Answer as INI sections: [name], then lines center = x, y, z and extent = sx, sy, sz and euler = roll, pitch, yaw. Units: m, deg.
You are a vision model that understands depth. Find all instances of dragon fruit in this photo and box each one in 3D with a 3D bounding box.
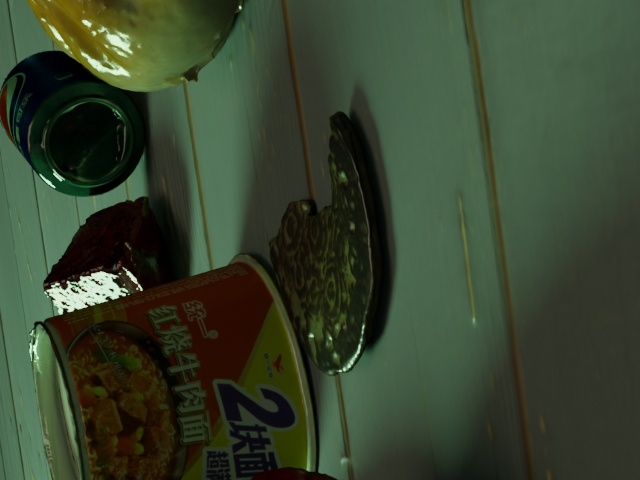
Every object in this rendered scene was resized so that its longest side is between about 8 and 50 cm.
[dragon fruit]
center = -0.172, 0.049, 1.437
extent = 0.127, 0.120, 0.161
euler = -8, 122, 32

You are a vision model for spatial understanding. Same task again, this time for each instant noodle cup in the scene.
[instant noodle cup]
center = -0.120, 0.126, 1.159
extent = 0.213, 0.174, 0.213
euler = 170, 90, -70

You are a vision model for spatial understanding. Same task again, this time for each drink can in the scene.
[drink can]
center = -0.251, -0.120, 1.509
extent = 0.205, 0.118, 0.118
euler = -142, 46, -64

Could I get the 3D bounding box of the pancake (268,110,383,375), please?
[pancake]
center = 0.000, 0.000, 1.004
extent = 0.190, 0.020, 0.184
euler = -153, 56, -65

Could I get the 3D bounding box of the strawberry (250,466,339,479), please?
[strawberry]
center = 0.014, 0.252, 0.787
extent = 0.276, 0.257, 0.257
euler = 6, 107, 36

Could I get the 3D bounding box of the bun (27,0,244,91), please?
[bun]
center = -0.170, -0.255, 1.154
extent = 0.299, 0.164, 0.299
euler = 170, 90, -72
